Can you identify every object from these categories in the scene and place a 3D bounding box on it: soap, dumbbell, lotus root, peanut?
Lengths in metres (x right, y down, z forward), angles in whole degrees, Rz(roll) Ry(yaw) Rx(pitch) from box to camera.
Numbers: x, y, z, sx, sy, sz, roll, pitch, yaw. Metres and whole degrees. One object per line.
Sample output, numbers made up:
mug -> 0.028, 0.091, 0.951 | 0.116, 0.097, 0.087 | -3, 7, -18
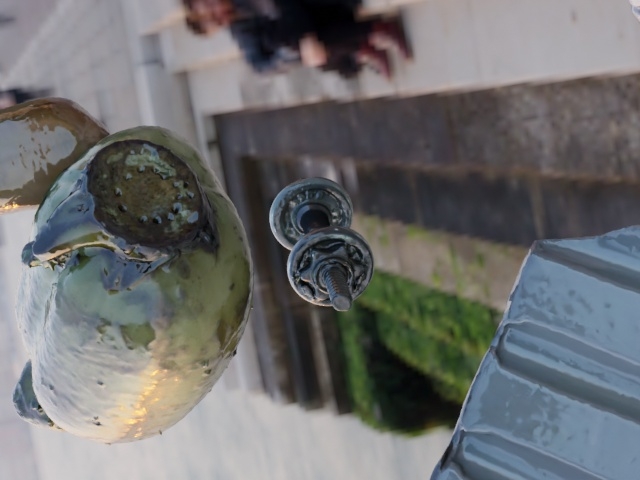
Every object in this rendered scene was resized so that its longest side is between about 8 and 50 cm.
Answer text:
soap -> 0.347, 0.177, 1.452 | 0.213, 0.435, 0.350 | 19, -90, -66
dumbbell -> 0.000, 0.000, 1.577 | 0.254, 0.082, 0.081 | -109, 12, -64
lotus root -> -0.138, 0.041, 1.164 | 0.309, 0.173, 0.173 | 122, 138, -55
peanut -> -0.219, -0.055, 1.199 | 0.076, 0.152, 0.076 | -15, -90, -86

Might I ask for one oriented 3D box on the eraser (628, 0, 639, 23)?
eraser -> 0.267, -0.194, 0.942 | 0.204, 0.243, 0.059 | 51, -138, -47
